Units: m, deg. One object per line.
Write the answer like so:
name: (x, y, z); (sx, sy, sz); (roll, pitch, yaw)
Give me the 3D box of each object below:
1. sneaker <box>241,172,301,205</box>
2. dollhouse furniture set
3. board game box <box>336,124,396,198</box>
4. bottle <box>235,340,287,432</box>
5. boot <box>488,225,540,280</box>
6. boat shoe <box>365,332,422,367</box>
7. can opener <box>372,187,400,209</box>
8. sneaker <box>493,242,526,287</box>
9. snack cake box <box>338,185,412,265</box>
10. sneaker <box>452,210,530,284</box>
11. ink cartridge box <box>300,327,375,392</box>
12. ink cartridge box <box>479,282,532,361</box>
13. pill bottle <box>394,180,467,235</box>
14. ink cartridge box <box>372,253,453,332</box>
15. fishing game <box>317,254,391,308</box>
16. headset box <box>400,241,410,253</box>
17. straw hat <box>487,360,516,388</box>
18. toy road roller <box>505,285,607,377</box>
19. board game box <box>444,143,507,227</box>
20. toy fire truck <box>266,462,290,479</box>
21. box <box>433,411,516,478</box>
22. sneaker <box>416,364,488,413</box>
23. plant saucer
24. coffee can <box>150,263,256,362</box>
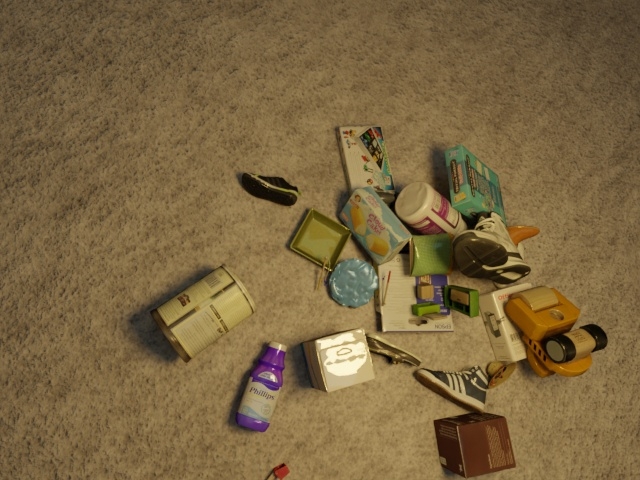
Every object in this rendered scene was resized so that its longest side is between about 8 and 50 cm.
sneaker: (-0.189, -0.208, 1.640); (0.234, 0.084, 0.097); (24, 47, -8)
dollhouse furniture set: (0.447, 0.126, 1.546); (0.197, 0.151, 0.302); (-5, 96, -18)
board game box: (0.190, -0.330, 1.769); (0.192, 0.053, 0.306); (-6, 77, -17)
bottle: (-0.188, 0.485, 1.428); (0.118, 0.092, 0.283); (22, 71, -7)
boot: (0.754, 0.057, 1.741); (0.294, 0.104, 0.211); (-7, 66, 17)
boat shoe: (0.265, 0.421, 1.574); (0.227, 0.081, 0.069); (26, 73, 1)
can opener: (0.318, -0.149, 1.716); (0.283, 0.095, 0.076); (9, 114, -17)
sneaker: (0.812, 0.105, 1.800); (0.094, 0.090, 0.235); (34, 72, -20)
snack cake box: (0.203, -0.057, 1.603); (0.089, 0.152, 0.264); (-18, 62, -39)
sneaker: (0.583, -0.003, 1.555); (0.447, 0.169, 0.258); (21, 43, -41)
ink cartridge box: (0.052, 0.403, 1.438); (0.171, 0.233, 0.168); (-12, 78, -17)
ink cartridge box: (0.779, 0.327, 1.710); (0.198, 0.115, 0.273); (-11, 79, -17)
pill bottle: (0.445, -0.093, 1.669); (0.301, 0.169, 0.169); (31, 67, -34)
ink cartridge box: (0.362, 0.206, 1.664); (0.303, 0.072, 0.308); (3, 77, -15)
fishing game: (0.125, 0.160, 1.588); (0.263, 0.041, 0.189); (10, 92, 0)
headset box: (0.337, 0.013, 1.726); (0.062, 0.032, 0.083); (1, 74, -14)
straw hat: (0.692, 0.509, 1.663); (0.144, 0.145, 0.061); (-23, 42, -19)
toy road roller: (0.845, 0.356, 1.581); (0.202, 0.241, 0.330); (-11, 43, -18)
board game box: (0.641, -0.208, 1.744); (0.336, 0.079, 0.254); (21, 60, -40)
toy fire truck: (-0.159, 0.836, 1.365); (0.192, 0.047, 0.135); (-32, 85, -19)
box: (0.546, 0.721, 1.514); (0.203, 0.168, 0.167); (-3, 76, -16)
sneaker: (0.503, 0.515, 1.599); (0.282, 0.099, 0.153); (30, 65, -2)
plant saucer: (0.000, 0.000, 1.635); (0.188, 0.045, 0.188); (30, 69, -5)
coffee can: (-0.378, 0.234, 1.390); (0.275, 0.201, 0.202); (-35, 86, -20)
